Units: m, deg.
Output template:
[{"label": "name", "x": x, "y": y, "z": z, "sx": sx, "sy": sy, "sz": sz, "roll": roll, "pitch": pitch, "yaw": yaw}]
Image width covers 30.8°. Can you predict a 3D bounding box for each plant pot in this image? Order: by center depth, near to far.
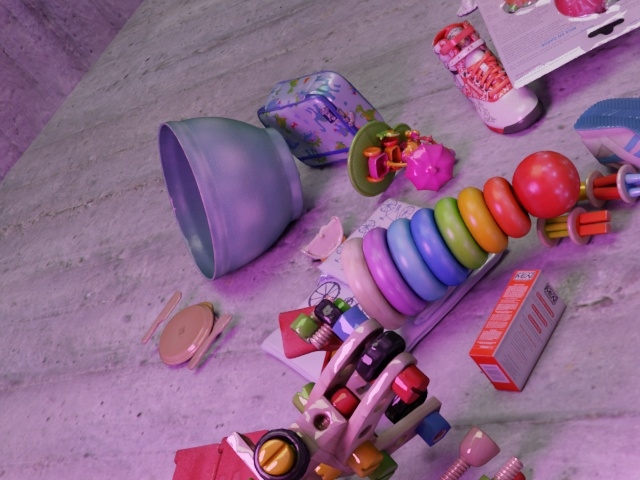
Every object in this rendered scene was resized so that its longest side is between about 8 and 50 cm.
[{"label": "plant pot", "x": -0.150, "y": -0.094, "z": 2.077, "sx": 0.196, "sy": 0.293, "sz": 0.293, "roll": -17, "pitch": 22, "yaw": -17}]

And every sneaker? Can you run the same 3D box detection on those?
[{"label": "sneaker", "x": 0.445, "y": -0.135, "z": 1.550, "sx": 0.087, "sy": 0.092, "sz": 0.228, "roll": -46, "pitch": 26, "yaw": -13}, {"label": "sneaker", "x": 0.266, "y": -0.277, "z": 1.929, "sx": 0.090, "sy": 0.145, "sz": 0.270, "roll": -37, "pitch": 28, "yaw": 5}]

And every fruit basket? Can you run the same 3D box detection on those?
[{"label": "fruit basket", "x": 0.419, "y": -0.432, "z": 1.915, "sx": 0.327, "sy": 0.165, "sz": 0.353, "roll": -28, "pitch": 53, "yaw": 15}]

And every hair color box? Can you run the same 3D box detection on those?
[{"label": "hair color box", "x": 0.248, "y": 0.111, "z": 1.454, "sx": 0.043, "sy": 0.072, "sz": 0.141, "roll": -2, "pitch": 44, "yaw": 50}]

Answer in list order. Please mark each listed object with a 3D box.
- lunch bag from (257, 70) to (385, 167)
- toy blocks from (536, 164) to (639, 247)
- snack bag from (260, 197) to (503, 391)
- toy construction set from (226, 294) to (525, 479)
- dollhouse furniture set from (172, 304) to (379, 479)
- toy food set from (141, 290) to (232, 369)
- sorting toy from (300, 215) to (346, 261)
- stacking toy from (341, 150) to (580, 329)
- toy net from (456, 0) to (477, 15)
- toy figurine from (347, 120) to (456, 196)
[{"label": "lunch bag", "x": 0.003, "y": -0.218, "z": 2.141, "sx": 0.219, "sy": 0.176, "sz": 0.090, "roll": -4, "pitch": 49, "yaw": 51}, {"label": "toy blocks", "x": 0.375, "y": -0.047, "z": 1.550, "sx": 0.148, "sy": 0.054, "sz": 0.123, "roll": -8, "pitch": 40, "yaw": 45}, {"label": "snack bag", "x": 0.076, "y": 0.083, "z": 1.749, "sx": 0.342, "sy": 0.037, "sz": 0.323, "roll": -46, "pitch": 28, "yaw": -10}, {"label": "toy construction set", "x": 0.044, "y": 0.242, "z": 1.274, "sx": 0.237, "sy": 0.309, "sz": 0.257, "roll": -46, "pitch": 1, "yaw": -8}, {"label": "dollhouse furniture set", "x": -0.043, "y": 0.240, "z": 1.458, "sx": 0.152, "sy": 0.201, "sz": 0.374, "roll": -20, "pitch": 38, "yaw": 33}, {"label": "toy food set", "x": -0.225, "y": 0.163, "z": 2.015, "sx": 0.132, "sy": 0.038, "sz": 0.192, "roll": -54, "pitch": 35, "yaw": -12}, {"label": "sorting toy", "x": 0.000, "y": 0.000, "z": 1.966, "sx": 0.083, "sy": 0.045, "sz": 0.075, "roll": -46, "pitch": 21, "yaw": -11}, {"label": "stacking toy", "x": 0.196, "y": -0.011, "z": 1.554, "sx": 0.330, "sy": 0.141, "sz": 0.141, "roll": -30, "pitch": 29, "yaw": 18}, {"label": "toy net", "x": 0.340, "y": -0.546, "z": 2.346, "sx": 0.232, "sy": 0.045, "sz": 0.122, "roll": -45, "pitch": 28, "yaw": -10}, {"label": "toy figurine", "x": 0.159, "y": -0.133, "z": 1.924, "sx": 0.159, "sy": 0.130, "sz": 0.173, "roll": 13, "pitch": 32, "yaw": 41}]
